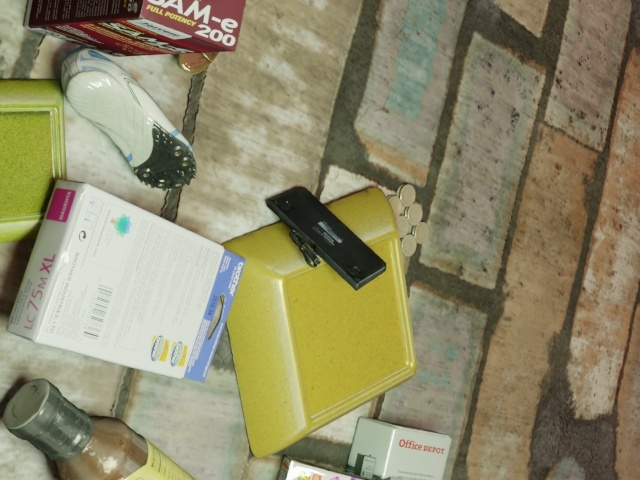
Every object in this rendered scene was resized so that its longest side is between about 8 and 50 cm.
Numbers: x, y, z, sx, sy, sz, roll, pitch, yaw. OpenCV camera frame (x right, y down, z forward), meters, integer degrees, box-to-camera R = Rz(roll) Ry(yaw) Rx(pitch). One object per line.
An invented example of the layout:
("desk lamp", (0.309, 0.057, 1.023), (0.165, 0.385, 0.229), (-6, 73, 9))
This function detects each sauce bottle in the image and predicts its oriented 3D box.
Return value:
("sauce bottle", (-0.248, 0.291, 1.250), (0.344, 0.111, 0.111), (48, 63, -35))

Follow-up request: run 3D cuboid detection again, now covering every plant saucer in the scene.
("plant saucer", (0.023, 0.122, 1.497), (0.333, 0.081, 0.332), (-22, 111, -37))
("plant saucer", (-0.359, -0.087, 1.134), (0.188, 0.045, 0.188), (-8, 101, -43))

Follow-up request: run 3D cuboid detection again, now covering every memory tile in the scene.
("memory tile", (0.117, -0.012, 1.626), (0.148, 0.012, 0.113), (-42, 122, -31))

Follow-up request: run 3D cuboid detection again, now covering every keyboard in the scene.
("keyboard", (0.000, 0.000, 1.421), (0.108, 0.180, 0.023), (-28, 155, -47))

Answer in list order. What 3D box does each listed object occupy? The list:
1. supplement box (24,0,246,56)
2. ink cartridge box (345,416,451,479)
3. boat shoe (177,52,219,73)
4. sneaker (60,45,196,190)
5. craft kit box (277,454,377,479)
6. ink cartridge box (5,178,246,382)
("supplement box", (-0.209, -0.255, 1.120), (0.130, 0.239, 0.073), (11, 88, -44))
("ink cartridge box", (0.114, 0.398, 1.625), (0.153, 0.087, 0.208), (21, 82, -43))
("boat shoe", (-0.151, -0.271, 1.309), (0.050, 0.045, 0.135), (36, 68, -30))
("sneaker", (-0.226, -0.147, 1.237), (0.237, 0.085, 0.086), (51, 19, -46))
("craft kit box", (0.031, 0.470, 1.500), (0.247, 0.061, 0.249), (16, 83, -11))
("ink cartridge box", (-0.226, 0.061, 1.247), (0.311, 0.065, 0.185), (27, 77, -52))
